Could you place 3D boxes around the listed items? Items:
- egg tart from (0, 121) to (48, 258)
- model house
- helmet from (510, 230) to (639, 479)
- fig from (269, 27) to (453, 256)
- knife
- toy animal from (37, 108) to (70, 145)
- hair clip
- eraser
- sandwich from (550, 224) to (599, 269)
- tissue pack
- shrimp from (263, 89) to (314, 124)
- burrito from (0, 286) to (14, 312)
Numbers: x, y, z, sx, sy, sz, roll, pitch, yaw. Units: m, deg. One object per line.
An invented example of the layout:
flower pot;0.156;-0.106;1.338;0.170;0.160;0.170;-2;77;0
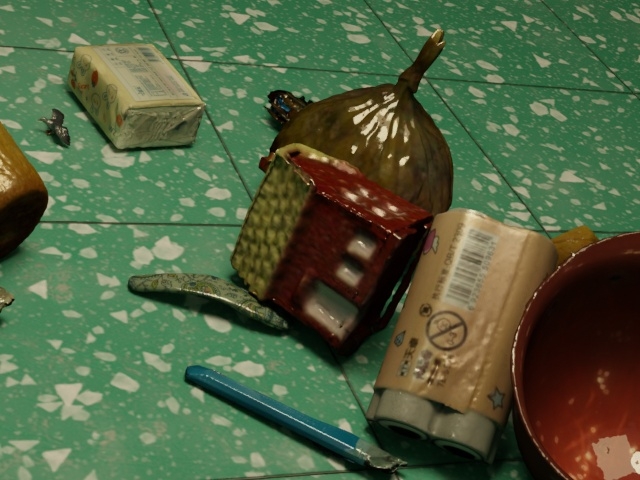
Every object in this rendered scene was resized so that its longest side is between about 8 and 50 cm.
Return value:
egg tart;-0.450;-0.056;1.681;0.147;0.202;0.202;44;38;12
model house;0.000;0.000;1.776;0.254;0.196;0.160;35;25;21
helmet;0.379;0.204;1.611;0.337;0.230;0.385;15;55;3
fig;0.097;-0.157;1.929;0.286;0.368;0.286;22;27;-12
knife;-0.034;0.218;1.606;0.296;0.026;0.044;24;30;14
toy animal;-0.406;-0.175;2.006;0.050;0.028;0.084;1;39;-27
hair clip;-0.142;0.074;1.755;0.229;0.036;0.066;15;26;-6
eraser;0.181;0.115;1.656;0.171;0.087;0.290;19;71;5
sandwich;0.303;0.079;1.836;0.215;0.186;0.065;-22;54;-42
tissue pack;-0.292;-0.229;2.087;0.148;0.092;0.196;-7;39;-35
shrimp;0.050;-0.186;2.223;0.290;0.054;0.222;34;37;18
burrito;-0.461;0.064;1.608;0.171;0.042;0.051;17;42;1
